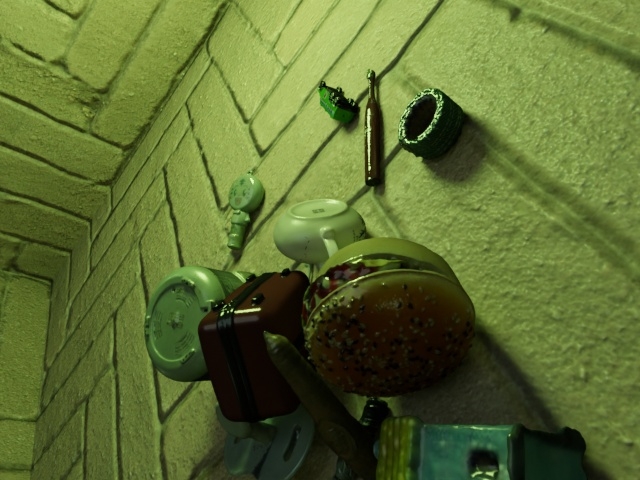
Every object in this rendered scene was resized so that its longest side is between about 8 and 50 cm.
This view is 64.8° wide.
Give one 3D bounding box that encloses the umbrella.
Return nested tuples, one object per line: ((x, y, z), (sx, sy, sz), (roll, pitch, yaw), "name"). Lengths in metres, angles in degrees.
((0.072, 0.382, 0.947), (0.188, 0.046, 0.050), (-66, 13, 1), "umbrella")

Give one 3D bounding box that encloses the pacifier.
((-0.137, 0.381, 1.061), (0.279, 0.207, 0.227), (-10, 51, 47), "pacifier")

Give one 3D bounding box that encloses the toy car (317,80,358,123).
((0.041, -0.385, 1.401), (0.062, 0.071, 0.165), (-62, 35, 26), "toy car")

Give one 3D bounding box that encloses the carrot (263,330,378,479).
((0.007, 0.289, 0.863), (0.070, 0.342, 0.070), (-35, 12, 8), "carrot")

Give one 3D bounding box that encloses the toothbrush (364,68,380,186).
((0.130, -0.294, 1.265), (0.041, 0.041, 0.364), (-23, 53, 41), "toothbrush")

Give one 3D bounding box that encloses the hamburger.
((0.107, 0.141, 0.839), (0.300, 0.300, 0.176), (-42, 26, 27), "hamburger")

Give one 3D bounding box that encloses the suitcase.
((-0.104, 0.199, 1.013), (0.161, 0.297, 0.236), (-11, 100, 14), "suitcase")

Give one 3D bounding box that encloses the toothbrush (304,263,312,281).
((-0.036, 0.146, 1.228), (0.024, 0.018, 0.257), (-26, 51, 43), "toothbrush")

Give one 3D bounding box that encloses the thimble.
((0.234, -0.244, 1.067), (0.118, 0.090, 0.135), (19, 86, 53), "thimble")

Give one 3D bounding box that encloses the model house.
((0.192, 0.365, 0.685), (0.303, 0.215, 0.237), (-19, 56, 49), "model house")

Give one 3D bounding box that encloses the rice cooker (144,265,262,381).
((-0.257, 0.204, 1.248), (0.288, 0.277, 0.288), (-8, 76, 34), "rice cooker")

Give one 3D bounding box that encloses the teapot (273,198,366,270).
((0.000, 0.000, 1.128), (0.300, 0.208, 0.166), (-108, 24, -58), "teapot")

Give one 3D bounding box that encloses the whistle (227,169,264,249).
((-0.241, -0.097, 1.578), (0.126, 0.067, 0.258), (2, 75, 37), "whistle")
